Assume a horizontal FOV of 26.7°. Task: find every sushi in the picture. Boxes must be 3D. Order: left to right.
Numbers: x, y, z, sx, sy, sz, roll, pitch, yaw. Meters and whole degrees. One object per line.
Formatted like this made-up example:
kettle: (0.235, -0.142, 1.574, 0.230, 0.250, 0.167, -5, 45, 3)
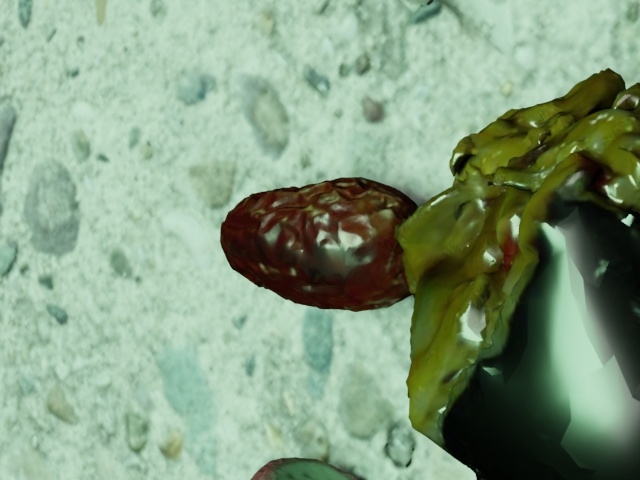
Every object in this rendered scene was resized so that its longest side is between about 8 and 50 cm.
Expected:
sushi: (0.125, 0.029, 0.603, 0.204, 0.213, 0.200, 36, 86, 15)

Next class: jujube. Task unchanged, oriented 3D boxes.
jujube: (0.000, 0.000, 0.747, 0.129, 0.077, 0.077, 5, 92, 39)

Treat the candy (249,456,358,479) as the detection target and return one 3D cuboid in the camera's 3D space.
candy: (-0.001, 0.164, 0.727, 0.103, 0.103, 0.043, 45, 115, 26)
